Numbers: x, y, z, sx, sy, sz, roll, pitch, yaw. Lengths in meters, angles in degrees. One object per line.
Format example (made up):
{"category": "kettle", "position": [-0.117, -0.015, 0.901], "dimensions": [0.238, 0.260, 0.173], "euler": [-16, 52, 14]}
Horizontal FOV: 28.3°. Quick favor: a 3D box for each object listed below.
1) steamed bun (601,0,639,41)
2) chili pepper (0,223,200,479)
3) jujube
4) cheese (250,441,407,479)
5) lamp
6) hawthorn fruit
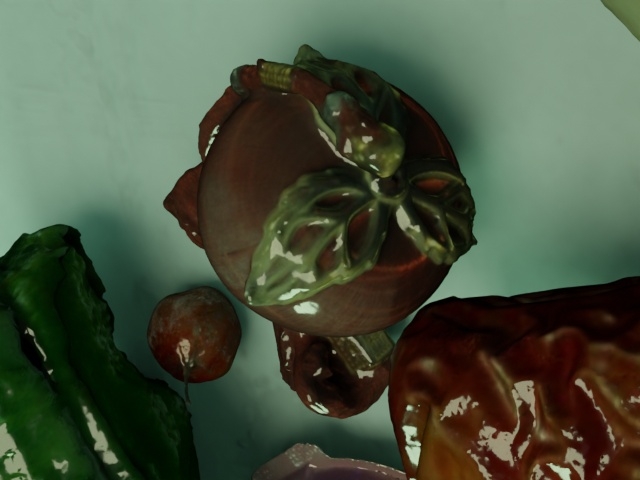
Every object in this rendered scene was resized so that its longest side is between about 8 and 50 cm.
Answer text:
{"category": "steamed bun", "position": [0.241, -0.119, 0.392], "dimensions": [0.309, 0.324, 0.219], "euler": [-34, 53, 23]}
{"category": "chili pepper", "position": [-0.156, 0.181, 0.875], "dimensions": [0.167, 0.213, 0.385], "euler": [-29, 103, 4]}
{"category": "jujube", "position": [0.198, 0.101, 0.629], "dimensions": [0.342, 0.216, 0.216], "euler": [6, 119, 25]}
{"category": "cheese", "position": [0.065, 0.252, 0.879], "dimensions": [0.286, 0.074, 0.189], "euler": [45, 129, -4]}
{"category": "lamp", "position": [0.010, -0.006, 0.736], "dimensions": [0.215, 0.151, 0.223], "euler": [59, 171, -3]}
{"category": "hawthorn fruit", "position": [-0.089, 0.075, 0.852], "dimensions": [0.066, 0.103, 0.067], "euler": [5, 121, 7]}
